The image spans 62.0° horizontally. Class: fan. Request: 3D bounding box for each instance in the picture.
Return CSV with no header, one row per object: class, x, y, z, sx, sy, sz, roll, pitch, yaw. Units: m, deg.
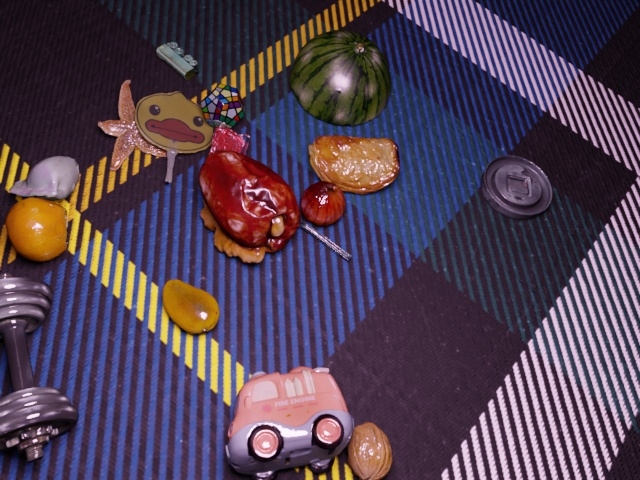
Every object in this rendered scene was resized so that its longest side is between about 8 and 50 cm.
fan,-0.408,-0.299,1.497,0.229,0.011,0.335,10,58,-22

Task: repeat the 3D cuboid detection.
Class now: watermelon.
watermelon,0.067,-0.531,1.646,0.330,0.189,0.331,4,55,-5

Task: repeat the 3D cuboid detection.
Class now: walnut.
walnut,0.105,0.457,1.156,0.105,0.105,0.125,5,46,-7
walnut,-0.196,-0.084,1.353,0.269,0.244,0.221,45,25,22

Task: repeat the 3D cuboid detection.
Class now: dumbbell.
dumbbell,-0.621,0.250,1.097,0.179,0.179,0.406,-16,66,-18

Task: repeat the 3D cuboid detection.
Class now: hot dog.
hot dog,0.090,-0.224,1.519,0.258,0.114,0.175,2,66,-6

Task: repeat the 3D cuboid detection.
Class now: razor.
razor,0.001,-0.003,1.425,0.190,0.033,0.066,34,61,9

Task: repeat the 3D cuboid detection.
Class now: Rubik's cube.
Rubik's cube,-0.280,-0.383,1.534,0.112,0.133,0.133,47,59,-21

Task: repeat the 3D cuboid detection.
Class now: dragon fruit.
dragon fruit,-0.252,-0.244,1.481,0.102,0.096,0.147,27,103,10

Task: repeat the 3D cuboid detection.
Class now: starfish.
starfish,-0.503,-0.319,1.500,0.231,0.048,0.295,5,64,-21

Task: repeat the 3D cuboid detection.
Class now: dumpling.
dumpling,-0.680,-0.140,1.331,0.149,0.105,0.217,-40,28,4

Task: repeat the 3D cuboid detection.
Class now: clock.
clock,0.588,-0.159,1.606,0.214,0.042,0.215,4,61,-8

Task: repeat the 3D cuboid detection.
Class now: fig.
fig,0.002,-0.102,1.425,0.128,0.150,0.129,-3,80,15

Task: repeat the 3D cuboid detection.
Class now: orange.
orange,-0.659,-0.028,1.256,0.134,0.155,0.155,-22,67,-10

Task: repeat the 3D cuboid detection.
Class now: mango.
mango,-0.311,0.154,1.262,0.161,0.076,0.103,37,67,15

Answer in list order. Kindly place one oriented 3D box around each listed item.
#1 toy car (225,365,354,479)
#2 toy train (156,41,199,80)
toy car,-0.072,0.375,1.132,0.270,0.181,0.213,-7,52,-13
toy train,-0.437,-0.557,1.651,0.148,0.038,0.071,41,65,12
